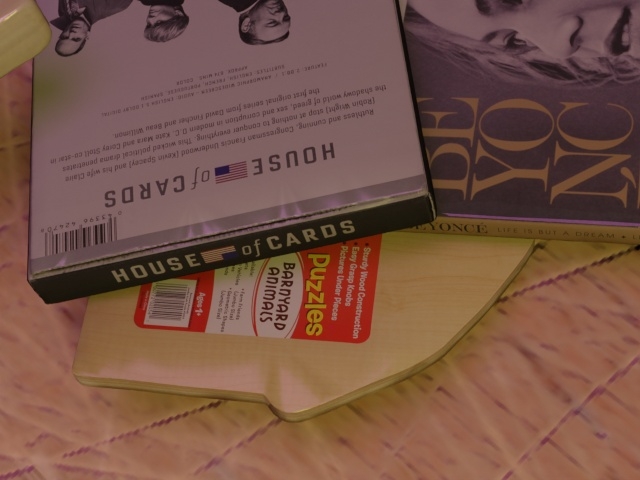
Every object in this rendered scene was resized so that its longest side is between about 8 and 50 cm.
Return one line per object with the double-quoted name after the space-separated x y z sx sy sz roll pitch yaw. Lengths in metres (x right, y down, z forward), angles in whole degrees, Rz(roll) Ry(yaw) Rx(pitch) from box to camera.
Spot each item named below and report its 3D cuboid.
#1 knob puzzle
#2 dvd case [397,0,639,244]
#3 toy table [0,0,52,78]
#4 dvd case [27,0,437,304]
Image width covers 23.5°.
0.000 0.000 0.705 0.213 0.030 0.213 -2 56 4 "knob puzzle"
0.122 -0.071 0.704 0.221 0.018 0.164 3 57 13 "dvd case"
-0.262 -0.063 0.691 0.274 0.252 0.161 -43 50 2 "toy table"
-0.049 -0.089 0.727 0.179 0.029 0.239 -12 53 7 "dvd case"
